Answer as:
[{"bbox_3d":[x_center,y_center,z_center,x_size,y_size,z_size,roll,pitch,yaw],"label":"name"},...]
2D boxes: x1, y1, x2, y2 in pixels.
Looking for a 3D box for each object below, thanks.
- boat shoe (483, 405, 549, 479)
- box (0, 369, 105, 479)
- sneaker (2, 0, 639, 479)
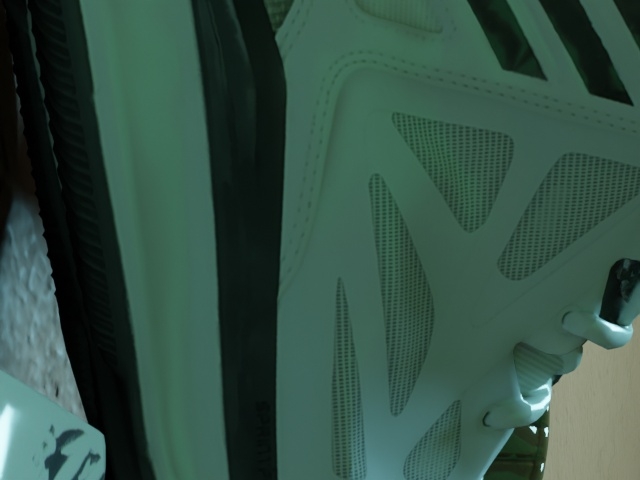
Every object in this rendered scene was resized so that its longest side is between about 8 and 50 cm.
[{"bbox_3d":[0.014,0.147,0.880,0.123,0.123,0.342,19,68,-29],"label":"boat shoe"},{"bbox_3d":[-0.111,0.166,0.411,0.094,0.113,0.275,48,38,-64],"label":"box"},{"bbox_3d":[0.049,0.067,0.671,0.169,0.257,0.447,-136,-143,-68],"label":"sneaker"}]
